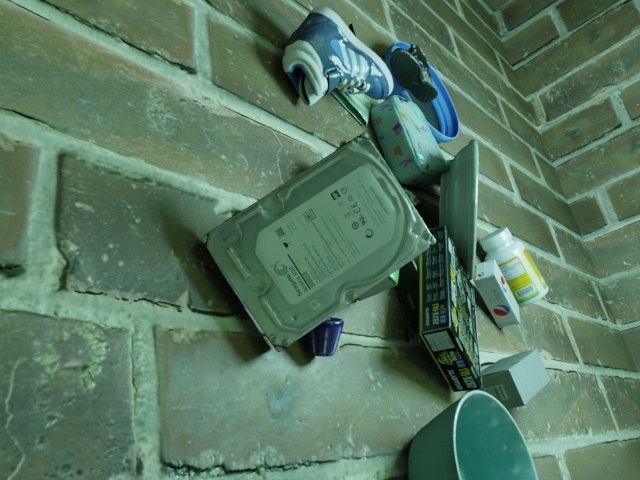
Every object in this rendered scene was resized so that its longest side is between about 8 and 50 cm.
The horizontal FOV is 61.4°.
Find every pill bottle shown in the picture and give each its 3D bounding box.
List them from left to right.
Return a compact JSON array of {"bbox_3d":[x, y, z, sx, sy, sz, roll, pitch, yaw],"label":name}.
[{"bbox_3d":[0.628,0.086,1.773,0.245,0.136,0.136,60,35,-1],"label":"pill bottle"}]

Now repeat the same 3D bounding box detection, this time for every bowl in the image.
[{"bbox_3d":[0.346,-0.509,1.893,0.391,0.077,0.391,30,45,-35],"label":"bowl"},{"bbox_3d":[0.286,0.469,1.064,0.311,0.163,0.311,30,46,-36],"label":"bowl"}]

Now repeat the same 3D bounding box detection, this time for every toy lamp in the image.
[{"bbox_3d":[0.009,0.075,1.002,0.080,0.080,0.274,6,85,-49],"label":"toy lamp"}]

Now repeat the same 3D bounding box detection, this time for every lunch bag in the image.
[{"bbox_3d":[0.273,-0.301,1.630,0.224,0.108,0.279,1,66,-51],"label":"lunch bag"}]

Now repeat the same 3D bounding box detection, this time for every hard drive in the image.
[{"bbox_3d":[0.000,0.000,0.932,0.237,0.339,0.064,57,-8,-3],"label":"hard drive"}]

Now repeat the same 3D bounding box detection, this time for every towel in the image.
[{"bbox_3d":[0.080,-0.518,1.605,0.248,0.038,0.325,41,39,-26],"label":"towel"}]

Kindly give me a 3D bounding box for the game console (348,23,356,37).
[{"bbox_3d":[0.111,-0.549,1.574,0.107,0.071,0.122,6,64,-49],"label":"game console"}]

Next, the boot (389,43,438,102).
[{"bbox_3d":[0.285,-0.568,1.723,0.236,0.085,0.178,32,42,-43],"label":"boot"}]

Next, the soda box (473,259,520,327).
[{"bbox_3d":[0.533,0.163,1.630,0.216,0.069,0.074,55,33,-28],"label":"soda box"}]

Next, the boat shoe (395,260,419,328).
[{"bbox_3d":[0.226,0.122,1.327,0.072,0.068,0.190,-7,83,-66],"label":"boat shoe"}]

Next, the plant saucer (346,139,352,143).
[{"bbox_3d":[0.091,-0.228,1.435,0.083,0.015,0.083,30,45,-35],"label":"plant saucer"}]

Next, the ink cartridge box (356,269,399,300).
[{"bbox_3d":[0.081,-0.041,1.205,0.201,0.117,0.278,41,40,-25],"label":"ink cartridge box"}]

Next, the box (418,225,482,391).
[{"bbox_3d":[0.317,0.165,1.325,0.257,0.079,0.322,55,31,-36],"label":"box"}]

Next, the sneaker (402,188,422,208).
[{"bbox_3d":[0.216,-0.109,1.484,0.161,0.057,0.075,-14,61,-52],"label":"sneaker"}]

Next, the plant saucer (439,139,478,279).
[{"bbox_3d":[0.396,-0.088,1.555,0.400,0.100,0.400,2,90,-76],"label":"plant saucer"}]

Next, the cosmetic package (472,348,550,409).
[{"bbox_3d":[0.506,0.373,1.435,0.238,0.127,0.107,-9,74,-55],"label":"cosmetic package"}]

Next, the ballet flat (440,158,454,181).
[{"bbox_3d":[0.408,-0.224,1.736,0.188,0.070,0.070,67,7,-72],"label":"ballet flat"}]

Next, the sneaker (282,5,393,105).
[{"bbox_3d":[0.035,-0.412,1.398,0.323,0.130,0.236,39,68,-33],"label":"sneaker"}]
